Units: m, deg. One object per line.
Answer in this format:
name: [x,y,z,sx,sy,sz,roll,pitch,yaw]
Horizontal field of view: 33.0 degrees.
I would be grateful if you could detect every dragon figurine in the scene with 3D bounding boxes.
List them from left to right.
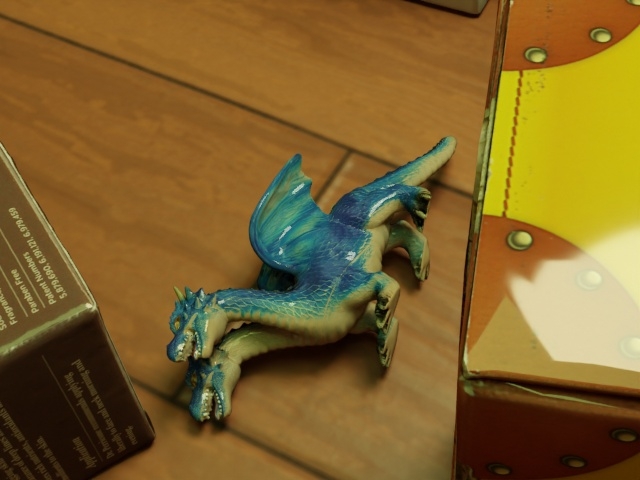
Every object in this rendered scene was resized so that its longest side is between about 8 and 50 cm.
dragon figurine: [0.000,0.000,0.752,0.144,0.085,0.289,15,58,16]

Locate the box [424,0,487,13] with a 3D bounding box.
box: [0.066,-0.387,0.871,0.215,0.345,0.168,20,57,19]

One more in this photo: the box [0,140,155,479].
box: [-0.239,0.076,0.667,0.203,0.168,0.167,-28,56,-15]

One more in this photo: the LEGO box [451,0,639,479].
LEGO box: [0.309,0.103,0.469,0.501,0.372,0.193,7,54,10]
